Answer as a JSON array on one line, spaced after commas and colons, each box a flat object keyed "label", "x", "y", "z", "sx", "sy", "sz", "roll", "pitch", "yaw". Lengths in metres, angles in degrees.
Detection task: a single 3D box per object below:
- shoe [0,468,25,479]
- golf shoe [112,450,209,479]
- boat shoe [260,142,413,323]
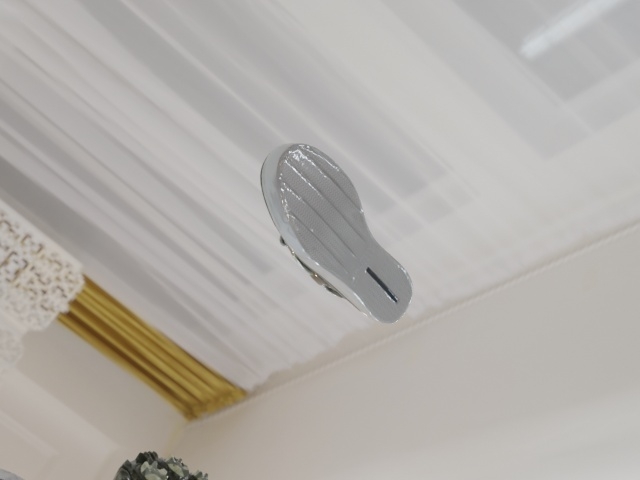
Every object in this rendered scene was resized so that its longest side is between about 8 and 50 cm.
[{"label": "shoe", "x": -0.363, "y": 0.343, "z": 1.156, "sx": 0.063, "sy": 0.178, "sz": 0.081, "roll": -63, "pitch": 176, "yaw": 38}, {"label": "golf shoe", "x": -0.109, "y": 0.266, "z": 0.823, "sx": 0.120, "sy": 0.273, "sz": 0.105, "roll": -46, "pitch": -124, "yaw": -3}, {"label": "boat shoe", "x": 0.000, "y": 0.000, "z": 1.287, "sx": 0.119, "sy": 0.335, "sz": 0.121, "roll": 13, "pitch": -122, "yaw": 43}]
